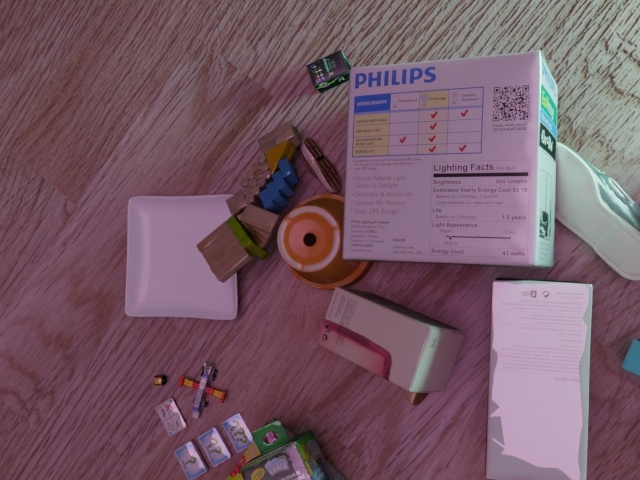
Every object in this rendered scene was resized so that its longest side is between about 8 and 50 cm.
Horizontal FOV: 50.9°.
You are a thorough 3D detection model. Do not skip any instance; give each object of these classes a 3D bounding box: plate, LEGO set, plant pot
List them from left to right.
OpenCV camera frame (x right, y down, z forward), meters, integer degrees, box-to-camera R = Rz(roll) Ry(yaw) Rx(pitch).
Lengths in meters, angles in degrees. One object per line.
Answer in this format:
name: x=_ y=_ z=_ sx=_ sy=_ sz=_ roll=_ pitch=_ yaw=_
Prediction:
plate: x=-0.309 y=0.037 z=1.526 sx=0.277 sy=0.045 sz=0.278 roll=0 pitch=88 yaw=16
LEGO set: x=-0.281 y=0.389 z=1.500 sx=0.182 sy=0.060 sz=0.244 roll=-32 pitch=80 yaw=8
plant pot: x=0.000 y=0.000 z=1.368 sx=0.205 sy=0.188 sz=0.205 roll=-1 pitch=88 yaw=16

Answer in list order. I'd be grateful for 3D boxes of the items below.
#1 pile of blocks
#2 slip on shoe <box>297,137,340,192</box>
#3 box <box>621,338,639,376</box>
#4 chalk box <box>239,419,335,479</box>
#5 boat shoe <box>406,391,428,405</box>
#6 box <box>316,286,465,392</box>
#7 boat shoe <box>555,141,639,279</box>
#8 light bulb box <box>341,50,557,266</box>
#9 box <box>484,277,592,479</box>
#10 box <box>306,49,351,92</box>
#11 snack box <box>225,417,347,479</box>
pile of blocks: x=-0.113 y=-0.068 z=1.427 sx=0.148 sy=0.112 sz=0.362 roll=26 pitch=84 yaw=30
slip on shoe: x=-0.006 y=-0.157 z=1.453 sx=0.135 sy=0.051 sz=0.041 roll=55 pitch=136 yaw=5
box: x=0.667 y=0.253 z=1.175 sx=0.244 sy=0.100 sz=0.060 roll=26 pitch=95 yaw=37
chalk box: x=-0.063 y=0.464 z=1.328 sx=0.132 sy=0.132 sz=0.213 roll=-27 pitch=78 yaw=9
boat shoe: x=0.207 y=0.250 z=1.373 sx=0.059 sy=0.063 sz=0.170 roll=22 pitch=94 yaw=38
box: x=0.135 y=0.191 z=1.305 sx=0.232 sy=0.148 sz=0.127 roll=21 pitch=93 yaw=39
boat shoe: x=0.531 y=-0.065 z=1.285 sx=0.319 sy=0.099 sz=0.116 roll=55 pitch=137 yaw=22
light bulb box: x=0.247 y=-0.134 z=1.260 sx=0.357 sy=0.225 sz=0.361 roll=2 pitch=88 yaw=26
box: x=0.396 y=0.245 z=1.235 sx=0.168 sy=0.215 sz=0.346 roll=2 pitch=88 yaw=16
box: x=0.021 y=-0.362 z=1.441 sx=0.083 sy=0.062 sz=0.052 roll=-22 pitch=83 yaw=14
snack box: x=-0.077 y=0.514 z=1.430 sx=0.207 sy=0.070 sz=0.175 roll=35 pitch=96 yaw=12
